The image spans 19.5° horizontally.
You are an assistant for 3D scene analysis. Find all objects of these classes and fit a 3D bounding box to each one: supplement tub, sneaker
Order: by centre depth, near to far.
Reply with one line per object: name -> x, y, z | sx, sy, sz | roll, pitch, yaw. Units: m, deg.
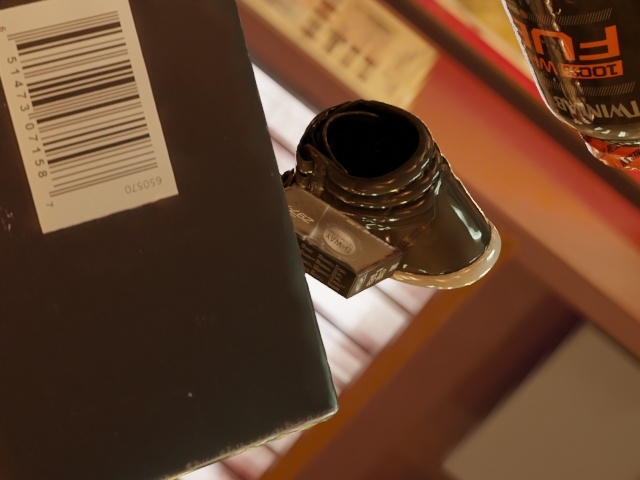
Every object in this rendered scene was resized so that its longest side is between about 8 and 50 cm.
sneaker -> -0.008, -0.048, 1.486 | 0.296, 0.147, 0.104 | 6, -131, 32
supplement tub -> 0.269, -0.238, 1.704 | 0.207, 0.338, 0.207 | -18, -141, 15

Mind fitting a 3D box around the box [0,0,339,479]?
box -> -0.182, -0.055, 0.903 | 0.179, 0.343, 0.312 | -18, -172, -33

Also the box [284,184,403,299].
box -> 0.000, 0.000, 1.119 | 0.067, 0.083, 0.018 | -23, 142, -61
